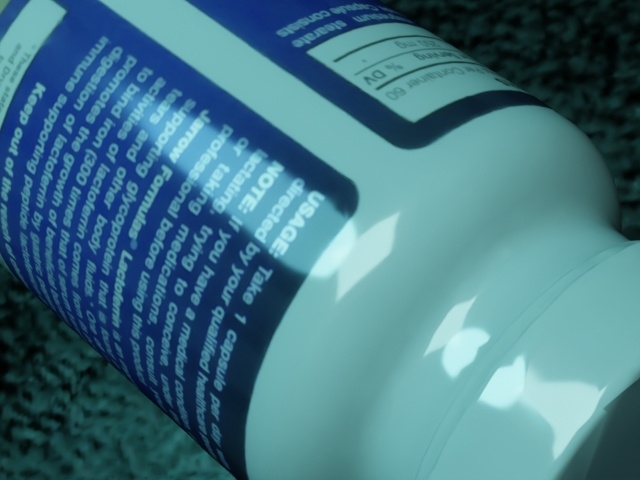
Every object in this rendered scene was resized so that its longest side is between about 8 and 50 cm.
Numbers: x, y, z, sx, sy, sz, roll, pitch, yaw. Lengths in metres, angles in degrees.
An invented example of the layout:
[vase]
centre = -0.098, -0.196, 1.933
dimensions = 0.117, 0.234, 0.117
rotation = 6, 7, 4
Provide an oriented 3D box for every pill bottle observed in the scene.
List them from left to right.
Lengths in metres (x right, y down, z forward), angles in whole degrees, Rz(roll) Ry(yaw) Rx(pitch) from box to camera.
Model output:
[pill bottle]
centre = 0.000, 0.000, 0.494
dimensions = 0.264, 0.153, 0.153
rotation = 38, 85, 31
